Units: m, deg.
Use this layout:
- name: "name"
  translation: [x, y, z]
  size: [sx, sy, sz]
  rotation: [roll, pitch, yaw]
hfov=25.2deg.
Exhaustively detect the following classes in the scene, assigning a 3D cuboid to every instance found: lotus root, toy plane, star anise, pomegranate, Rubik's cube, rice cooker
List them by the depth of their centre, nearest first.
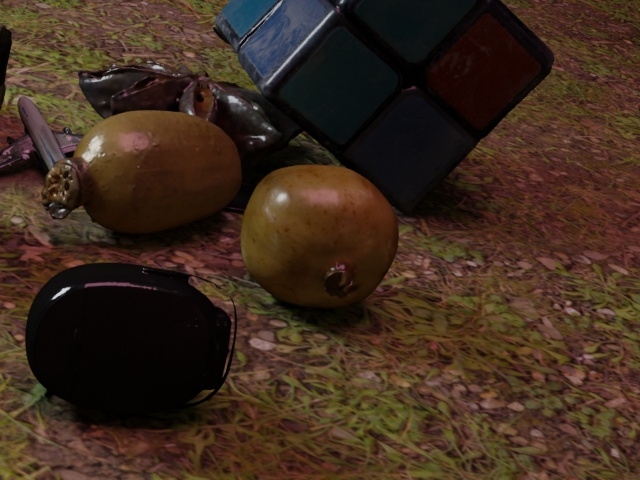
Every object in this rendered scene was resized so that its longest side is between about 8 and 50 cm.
- name: "rice cooker"
  translation: [-0.181, 0.091, 1.363]
  size: [0.203, 0.142, 0.118]
  rotation: [8, 11, -23]
- name: "pomegranate"
  translation: [0.000, 0.000, 1.647]
  size: [0.196, 0.196, 0.196]
  rotation: [12, 23, -5]
- name: "lotus root"
  translation: [-0.199, -0.084, 1.747]
  size: [0.303, 0.131, 0.146]
  rotation: [-11, 67, -49]
- name: "toy plane"
  translation: [-0.349, -0.118, 1.838]
  size: [0.226, 0.058, 0.226]
  rotation: [-12, 35, -25]
- name: "star anise"
  translation: [-0.182, -0.175, 2.009]
  size: [0.331, 0.118, 0.332]
  rotation: [10, 15, -3]
- name: "Rubik's cube"
  translation: [0.081, -0.282, 2.029]
  size: [0.316, 0.318, 0.313]
  rotation: [38, 10, -29]

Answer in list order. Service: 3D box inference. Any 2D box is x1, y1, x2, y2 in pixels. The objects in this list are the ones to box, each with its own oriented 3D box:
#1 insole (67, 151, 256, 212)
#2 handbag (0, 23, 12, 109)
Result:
- name: "insole"
  translation: [-0.193, -0.072, 1.901]
  size: [0.348, 0.009, 0.119]
  rotation: [10, 24, -9]
- name: "handbag"
  translation: [-0.475, -0.158, 1.571]
  size: [0.253, 0.316, 0.109]
  rotation: [22, 42, 1]
